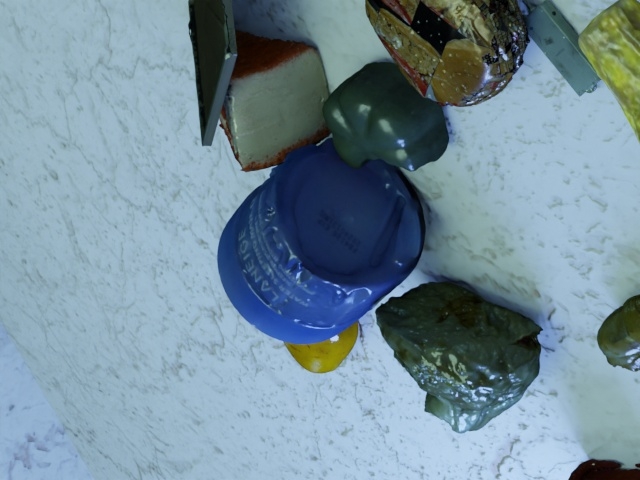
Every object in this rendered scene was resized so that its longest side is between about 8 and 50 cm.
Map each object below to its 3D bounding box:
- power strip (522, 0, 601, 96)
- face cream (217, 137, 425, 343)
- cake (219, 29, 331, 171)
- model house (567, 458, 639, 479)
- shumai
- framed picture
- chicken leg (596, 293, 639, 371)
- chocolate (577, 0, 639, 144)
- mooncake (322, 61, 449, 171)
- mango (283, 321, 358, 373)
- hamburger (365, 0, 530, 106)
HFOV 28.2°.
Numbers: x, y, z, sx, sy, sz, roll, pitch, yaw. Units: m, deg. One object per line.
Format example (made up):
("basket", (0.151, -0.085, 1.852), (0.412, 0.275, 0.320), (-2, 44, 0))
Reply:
("power strip", (0.282, -0.231, 1.495), (0.136, 0.019, 0.051), (51, 149, 2))
("face cream", (0.000, 0.000, 1.849), (0.249, 0.249, 0.225), (49, 144, 4))
("cake", (-0.083, -0.238, 1.906), (0.262, 0.159, 0.158), (-115, 13, -56))
("model house", (0.436, 0.467, 1.811), (0.160, 0.196, 0.254), (-20, 106, 54))
("shumai", (0.196, 0.187, 1.845), (0.256, 0.189, 0.218), (28, 139, 40))
("framed picture", (-0.157, -0.304, 1.805), (0.209, 0.019, 0.281), (116, 151, -55))
("chicken leg", (0.432, 0.104, 1.584), (0.103, 0.088, 0.227), (58, 142, 8))
("chocolate", (0.440, -0.072, 1.334), (0.445, 0.162, 0.162), (51, 147, 5))
("mooncake", (0.087, -0.155, 1.733), (0.168, 0.104, 0.175), (44, 150, 1))
("mango", (-0.008, 0.150, 2.123), (0.145, 0.112, 0.219), (35, 148, 20))
("hamburger", (0.149, -0.266, 1.543), (0.231, 0.107, 0.231), (33, 142, 30))
